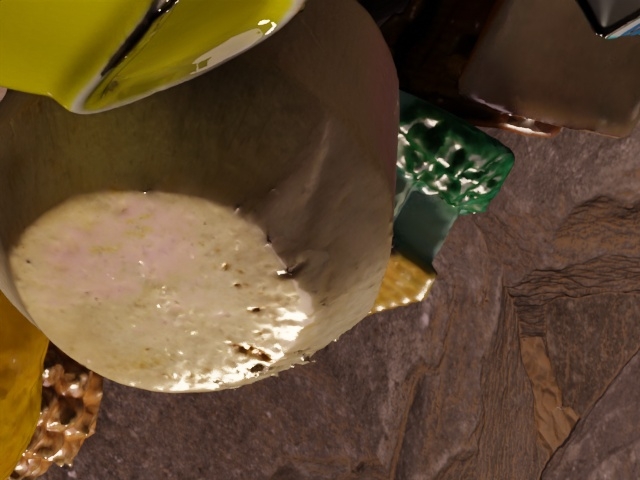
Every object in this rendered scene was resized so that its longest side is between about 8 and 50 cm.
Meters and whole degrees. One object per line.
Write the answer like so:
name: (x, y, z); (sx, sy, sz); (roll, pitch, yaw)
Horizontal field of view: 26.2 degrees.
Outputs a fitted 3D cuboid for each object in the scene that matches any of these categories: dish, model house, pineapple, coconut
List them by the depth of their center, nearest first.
dish: (-0.062, -0.130, 0.535); (0.221, 0.108, 0.262); (-27, 176, -28)
coconut: (-0.063, -0.041, 0.738); (0.241, 0.241, 0.241); (-28, 176, -2)
model house: (0.000, 0.000, 1.130); (0.248, 0.230, 0.280); (-64, 175, -1)
model house: (0.160, -0.181, 1.140); (0.220, 0.199, 0.229); (22, 176, -35)
pineapple: (-0.388, 0.146, 1.249); (0.357, 0.223, 0.223); (-12, 165, -43)

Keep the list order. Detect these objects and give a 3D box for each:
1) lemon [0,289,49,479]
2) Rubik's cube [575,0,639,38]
lemon: (-0.290, 0.080, 0.809); (0.288, 0.233, 0.233); (-18, 178, 13)
Rubik's cube: (0.212, -0.226, 0.838); (0.155, 0.154, 0.151); (-29, 176, 23)
